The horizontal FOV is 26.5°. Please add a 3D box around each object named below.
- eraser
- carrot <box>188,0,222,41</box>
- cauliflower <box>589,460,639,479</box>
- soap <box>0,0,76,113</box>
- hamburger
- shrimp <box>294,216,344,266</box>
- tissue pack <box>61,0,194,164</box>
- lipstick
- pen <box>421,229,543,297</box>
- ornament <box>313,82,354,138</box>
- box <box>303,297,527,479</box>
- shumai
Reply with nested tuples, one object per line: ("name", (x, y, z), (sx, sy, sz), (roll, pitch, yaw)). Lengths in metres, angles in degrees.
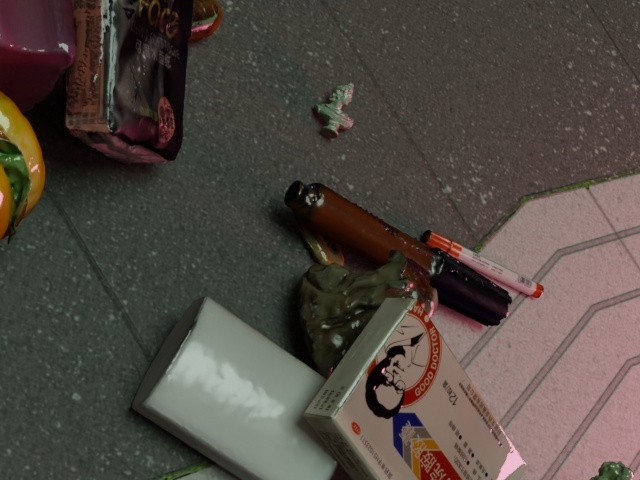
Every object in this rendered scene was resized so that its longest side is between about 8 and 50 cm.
("eraser", (-0.093, 0.217, 1.793), (0.270, 0.095, 0.174), (35, 65, -15))
("carrot", (-0.250, -0.304, 1.994), (0.260, 0.070, 0.070), (-30, 85, -40))
("cauliflower", (0.524, 0.436, 2.015), (0.315, 0.256, 0.239), (-28, 109, -12))
("soap", (-0.425, -0.346, 1.770), (0.128, 0.233, 0.359), (3, 65, -32))
("hamburger", (-0.454, -0.080, 1.598), (0.246, 0.246, 0.170), (45, 46, -8))
("shrimp", (0.000, 0.000, 2.039), (0.059, 0.023, 0.108), (-25, 82, -52))
("tissue pack", (-0.255, -0.278, 1.806), (0.245, 0.123, 0.332), (28, 63, -75))
("lipstick", (0.121, 0.022, 2.065), (0.418, 0.077, 0.077), (29, 51, -27))
("pen", (0.265, 0.040, 2.209), (0.239, 0.028, 0.028), (25, 53, -24))
("ornament", (0.025, -0.204, 2.159), (0.068, 0.041, 0.092), (2, 74, -30))
("box", (0.138, 0.274, 1.849), (0.214, 0.069, 0.353), (-52, 122, -29))
("shumai", (0.069, 0.118, 1.911), (0.184, 0.185, 0.218), (19, 56, -28))
